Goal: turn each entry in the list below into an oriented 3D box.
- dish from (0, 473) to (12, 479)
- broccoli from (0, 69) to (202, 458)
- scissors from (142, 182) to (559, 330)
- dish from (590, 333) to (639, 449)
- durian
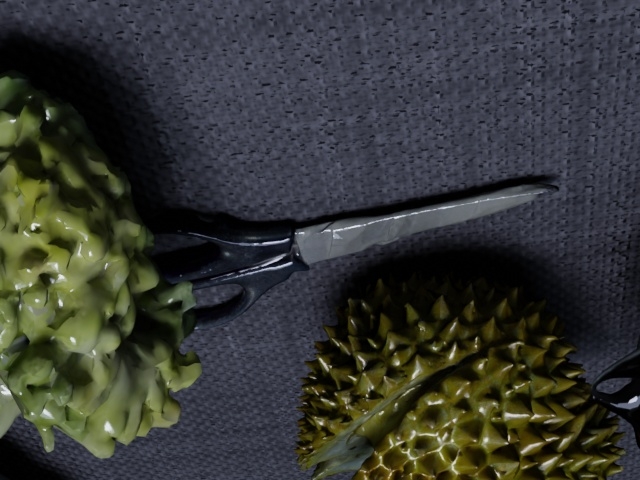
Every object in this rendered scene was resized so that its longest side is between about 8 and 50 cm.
[{"bbox_3d":[-0.317,0.227,0.824,0.229,0.081,0.229,-3,137,-3],"label":"dish"},{"bbox_3d":[-0.239,0.069,0.514,0.347,0.281,0.293,12,134,-11],"label":"broccoli"},{"bbox_3d":[0.000,0.000,0.637,0.300,0.022,0.109,-14,138,11],"label":"scissors"},{"bbox_3d":[0.316,0.049,0.624,0.303,0.120,0.303,-1,136,-1],"label":"dish"},{"bbox_3d":[0.096,0.086,0.653,0.193,0.237,0.138,0,97,26],"label":"durian"}]
